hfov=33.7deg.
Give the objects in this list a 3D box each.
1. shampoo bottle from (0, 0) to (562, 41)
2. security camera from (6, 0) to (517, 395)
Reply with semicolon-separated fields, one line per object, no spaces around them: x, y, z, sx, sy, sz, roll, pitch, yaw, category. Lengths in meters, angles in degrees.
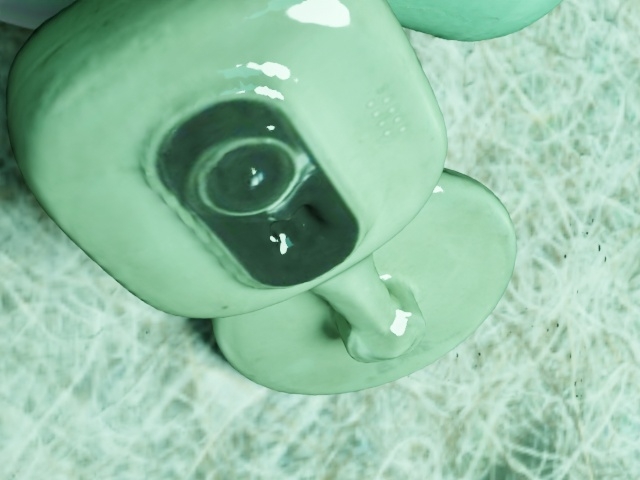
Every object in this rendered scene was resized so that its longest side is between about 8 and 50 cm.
-0.028;-0.181;0.435;0.349;0.151;0.222;8;100;-28;shampoo bottle
0.000;0.000;0.454;0.157;0.080;0.301;-30;139;7;security camera
